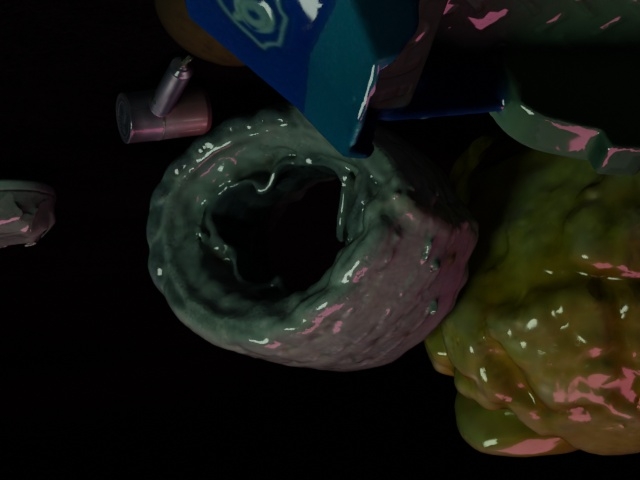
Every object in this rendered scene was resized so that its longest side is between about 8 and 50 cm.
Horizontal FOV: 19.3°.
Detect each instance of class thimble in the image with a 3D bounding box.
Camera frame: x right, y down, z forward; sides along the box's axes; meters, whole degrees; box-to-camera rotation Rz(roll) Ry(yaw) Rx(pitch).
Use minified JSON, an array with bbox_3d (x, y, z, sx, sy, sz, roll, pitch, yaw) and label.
[{"bbox_3d":[0.000,0.000,1.484,0.250,0.205,0.172,-6,165,29],"label":"thimble"}]

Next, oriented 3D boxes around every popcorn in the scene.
[{"bbox_3d":[0.216,0.007,1.566,0.292,0.294,0.334,11,-145,17],"label":"popcorn"}]

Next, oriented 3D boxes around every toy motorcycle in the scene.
[{"bbox_3d":[0.066,-0.126,0.823,0.326,0.200,0.191,-1,143,-15],"label":"toy motorcycle"}]

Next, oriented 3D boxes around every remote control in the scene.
[{"bbox_3d":[-0.330,-0.010,1.569,0.247,0.052,0.104,-12,169,27],"label":"remote control"}]

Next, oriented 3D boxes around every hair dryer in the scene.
[{"bbox_3d":[-0.101,-0.105,1.323,0.063,0.037,0.114,-8,163,-21],"label":"hair dryer"}]

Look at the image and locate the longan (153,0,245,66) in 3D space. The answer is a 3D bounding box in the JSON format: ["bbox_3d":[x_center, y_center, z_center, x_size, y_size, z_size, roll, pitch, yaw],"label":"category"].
[{"bbox_3d":[-0.036,-0.142,1.010,0.113,0.092,0.113,-31,178,-1],"label":"longan"}]
